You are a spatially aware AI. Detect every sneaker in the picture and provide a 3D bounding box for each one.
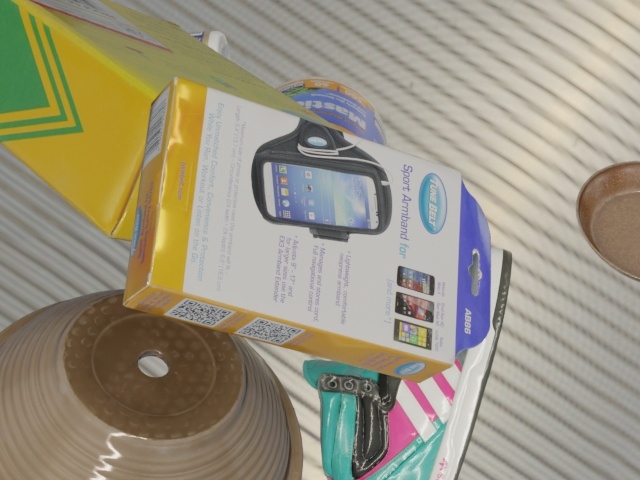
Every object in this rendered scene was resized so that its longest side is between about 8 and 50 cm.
[{"bbox_3d":[0.075,0.129,1.482,0.178,0.124,0.295,17,79,7],"label":"sneaker"}]

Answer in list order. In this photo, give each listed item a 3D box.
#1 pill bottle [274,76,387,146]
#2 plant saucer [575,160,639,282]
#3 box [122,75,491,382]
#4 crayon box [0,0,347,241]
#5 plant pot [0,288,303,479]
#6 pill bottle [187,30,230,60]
[{"bbox_3d":[-0.010,-0.050,1.454,0.152,0.272,0.152,1,113,1],"label":"pill bottle"},{"bbox_3d":[0.397,-0.013,1.783,0.199,0.036,0.198,4,48,-5],"label":"plant saucer"},{"bbox_3d":[0.000,0.000,0.541,0.136,0.028,0.081,18,62,-25],"label":"box"},{"bbox_3d":[-0.087,-0.064,0.879,0.318,0.202,0.081,36,105,43],"label":"crayon box"},{"bbox_3d":[-0.117,0.112,0.974,0.237,0.109,0.237,10,48,-12],"label":"plant pot"},{"bbox_3d":[-0.192,-0.190,1.731,0.169,0.094,0.094,-3,82,7],"label":"pill bottle"}]
